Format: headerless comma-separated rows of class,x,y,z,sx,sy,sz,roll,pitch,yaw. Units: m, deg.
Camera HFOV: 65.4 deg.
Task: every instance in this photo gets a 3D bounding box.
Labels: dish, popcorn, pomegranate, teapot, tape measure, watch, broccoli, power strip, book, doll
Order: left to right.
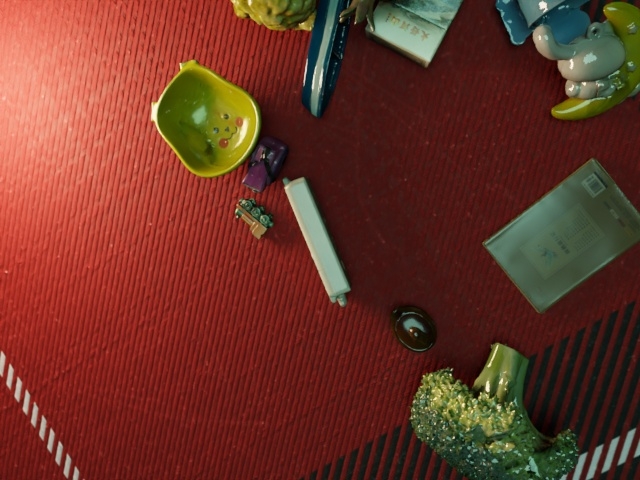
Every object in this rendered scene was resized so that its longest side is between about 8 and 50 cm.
dish,-0.250,-0.275,1.168,0.262,0.108,0.221,42,102,8
tape measure,-0.127,-0.181,1.159,0.074,0.125,0.118,27,112,-2
popcorn,-0.104,-0.562,1.091,0.236,0.251,0.206,18,72,39
power strip,0.000,0.000,1.177,0.058,0.098,0.339,-22,93,6
pomegranate,0.111,-0.535,1.030,0.152,0.131,0.191,30,109,37
teapot,0.218,0.209,1.181,0.098,0.078,0.129,-43,90,9
broccoli,0.392,0.400,1.096,0.375,0.249,0.302,22,101,10
watch,0.479,-0.506,1.019,0.210,0.193,0.211,0,94,6
book,0.563,-0.007,1.148,0.310,0.021,0.217,-39,91,9
doll,0.571,-0.371,1.035,0.252,0.111,0.237,-17,134,9

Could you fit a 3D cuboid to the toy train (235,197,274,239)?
toy train,-0.164,-0.058,1.220,0.103,0.044,0.064,41,109,1

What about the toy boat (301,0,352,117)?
toy boat,0.013,-0.431,1.134,0.061,0.096,0.299,15,97,12

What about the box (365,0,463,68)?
box,0.231,-0.541,1.107,0.164,0.069,0.257,28,98,3
